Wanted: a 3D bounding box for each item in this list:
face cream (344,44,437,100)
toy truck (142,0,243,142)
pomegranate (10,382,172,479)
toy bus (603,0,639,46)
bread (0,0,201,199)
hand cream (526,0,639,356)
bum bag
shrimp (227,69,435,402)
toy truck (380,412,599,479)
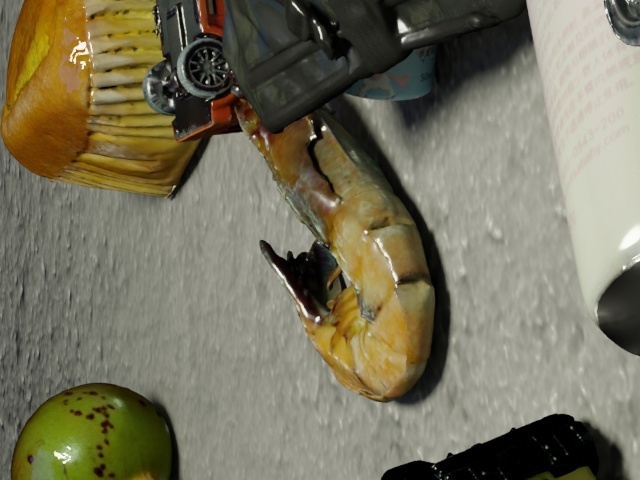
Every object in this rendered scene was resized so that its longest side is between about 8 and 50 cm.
[{"bbox_3d":[0.047,-0.207,1.227,0.075,0.075,0.229,-134,45,-58],"label":"face cream"},{"bbox_3d":[-0.079,-0.208,1.488,0.107,0.114,0.252,166,98,-69],"label":"toy truck"},{"bbox_3d":[-0.200,0.222,1.830,0.205,0.159,0.159,33,128,33],"label":"pomegranate"},{"bbox_3d":[0.195,-0.200,0.792,0.157,0.139,0.289,139,128,-57],"label":"toy bus"},{"bbox_3d":[-0.201,-0.153,1.739,0.288,0.156,0.204,138,127,-64],"label":"bread"},{"bbox_3d":[0.156,-0.115,0.957,0.185,0.118,0.358,105,160,-57],"label":"hand cream"},{"bbox_3d":[0.015,-0.159,1.162,0.310,0.074,0.137,-21,84,55],"label":"bum bag"},{"bbox_3d":[0.008,-0.001,1.383,0.289,0.075,0.178,53,145,33],"label":"shrimp"},{"bbox_3d":[0.091,0.217,1.137,0.127,0.127,0.257,57,147,26],"label":"toy truck"}]
